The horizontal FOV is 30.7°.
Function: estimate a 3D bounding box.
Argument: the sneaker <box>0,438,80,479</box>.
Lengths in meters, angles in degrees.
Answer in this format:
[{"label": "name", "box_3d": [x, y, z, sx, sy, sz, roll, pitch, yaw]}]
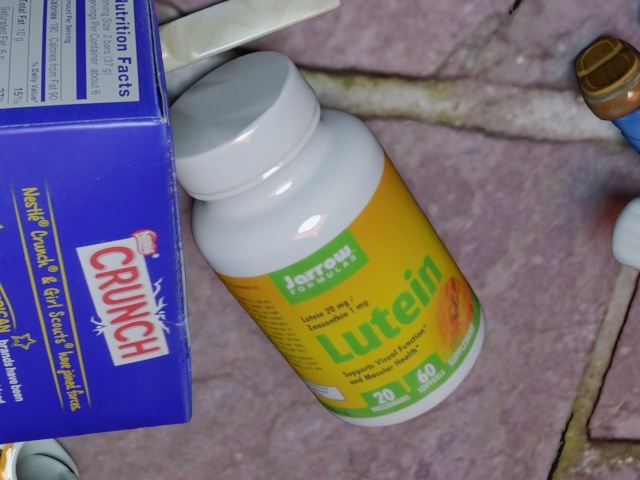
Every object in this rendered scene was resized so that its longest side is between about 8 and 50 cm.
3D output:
[{"label": "sneaker", "box_3d": [-0.228, 0.233, 0.823, 0.127, 0.126, 0.321, -4, 117, -11]}]

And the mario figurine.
[{"label": "mario figurine", "box_3d": [0.331, -0.033, 0.852, 0.198, 0.170, 0.320, -24, 121, 35]}]

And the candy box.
[{"label": "candy box", "box_3d": [-0.234, 0.004, 0.632, 0.317, 0.122, 0.268, -4, 140, -7]}]

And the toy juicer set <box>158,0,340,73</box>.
[{"label": "toy juicer set", "box_3d": [-0.147, -0.181, 0.652, 0.209, 0.089, 0.329, -39, 123, 3]}]

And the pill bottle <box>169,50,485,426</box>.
[{"label": "pill bottle", "box_3d": [0.000, 0.000, 0.773, 0.136, 0.136, 0.246, -35, 123, 1]}]
